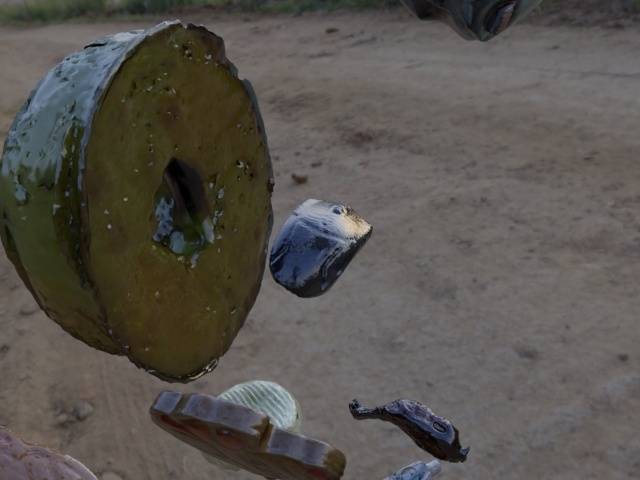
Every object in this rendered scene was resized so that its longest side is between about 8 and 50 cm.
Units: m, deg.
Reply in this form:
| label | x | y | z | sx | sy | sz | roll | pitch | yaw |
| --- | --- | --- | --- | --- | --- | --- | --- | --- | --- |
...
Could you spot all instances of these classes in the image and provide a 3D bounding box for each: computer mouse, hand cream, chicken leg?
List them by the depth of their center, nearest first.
| label | x | y | z | sx | sy | sz | roll | pitch | yaw |
| --- | --- | --- | --- | --- | --- | --- | --- | --- | --- |
| computer mouse | 0.000 | 0.000 | 1.030 | 0.121 | 0.074 | 0.217 | 27 | 36 | 9 |
| hand cream | 0.126 | 0.448 | 1.229 | 0.256 | 0.050 | 0.084 | -6 | 24 | -42 |
| chicken leg | 0.164 | 0.349 | 1.296 | 0.253 | 0.106 | 0.051 | 19 | 42 | 29 |

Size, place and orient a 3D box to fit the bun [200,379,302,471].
| label | x | y | z | sx | sy | sz | roll | pitch | yaw |
| --- | --- | --- | --- | --- | --- | --- | --- | --- | --- |
| bun | -0.168 | 0.449 | 1.622 | 0.259 | 0.160 | 0.259 | -5 | 30 | 3 |

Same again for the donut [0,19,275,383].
| label | x | y | z | sx | sy | sz | roll | pitch | yaw |
| --- | --- | --- | --- | --- | --- | --- | --- | --- | --- |
| donut | -0.133 | -0.030 | 0.521 | 0.107 | 0.272 | 0.272 | 7 | 32 | 20 |

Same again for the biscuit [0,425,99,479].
| label | x | y | z | sx | sy | sz | roll | pitch | yaw |
| --- | --- | --- | --- | --- | --- | --- | --- | --- | --- |
| biscuit | -0.591 | 0.496 | 1.176 | 0.454 | 0.078 | 0.350 | 14 | 47 | -14 |

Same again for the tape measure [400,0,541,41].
| label | x | y | z | sx | sy | sz | roll | pitch | yaw |
| --- | --- | --- | --- | --- | --- | --- | --- | --- | --- |
| tape measure | 0.161 | -0.371 | 0.794 | 0.147 | 0.275 | 0.256 | -39 | 58 | -11 |

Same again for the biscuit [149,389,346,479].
| label | x | y | z | sx | sy | sz | roll | pitch | yaw |
| --- | --- | --- | --- | --- | --- | --- | --- | --- | --- |
| biscuit | -0.133 | 0.368 | 1.230 | 0.380 | 0.359 | 0.074 | 5 | 61 | 34 |

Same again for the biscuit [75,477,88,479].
| label | x | y | z | sx | sy | sz | roll | pitch | yaw |
| --- | --- | --- | --- | --- | --- | --- | --- | --- | --- |
| biscuit | -0.309 | 0.372 | 0.808 | 0.238 | 0.212 | 0.041 | 20 | -5 | 5 |
